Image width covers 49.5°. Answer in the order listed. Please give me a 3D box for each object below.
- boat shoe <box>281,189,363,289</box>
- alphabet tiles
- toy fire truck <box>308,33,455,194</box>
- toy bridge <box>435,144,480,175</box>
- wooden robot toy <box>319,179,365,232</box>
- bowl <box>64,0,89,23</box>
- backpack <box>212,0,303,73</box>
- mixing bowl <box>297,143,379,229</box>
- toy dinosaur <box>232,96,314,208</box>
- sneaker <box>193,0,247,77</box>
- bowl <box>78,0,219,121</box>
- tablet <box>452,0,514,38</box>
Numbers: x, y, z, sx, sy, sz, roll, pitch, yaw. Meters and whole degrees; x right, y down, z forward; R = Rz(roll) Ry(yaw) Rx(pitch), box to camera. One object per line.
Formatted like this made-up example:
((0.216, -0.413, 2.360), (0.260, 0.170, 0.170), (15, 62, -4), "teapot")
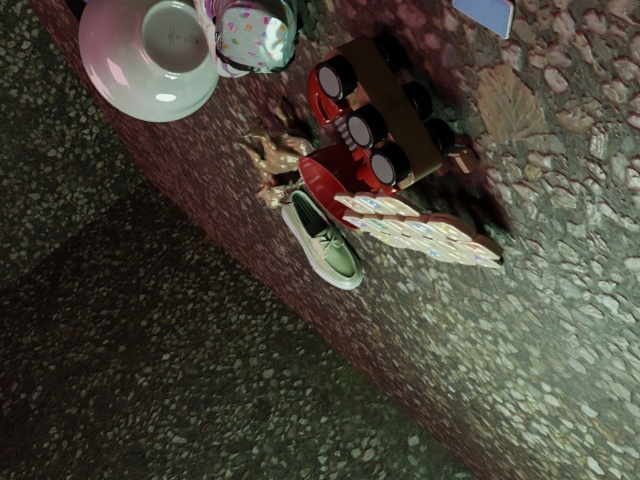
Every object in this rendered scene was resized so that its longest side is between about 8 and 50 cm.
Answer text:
((0.000, 0.000, 1.804), (0.302, 0.109, 0.094), (50, 164, 7), "boat shoe")
((0.167, -0.013, 1.190), (0.278, 0.021, 0.284), (30, 168, -32), "alphabet tiles")
((0.074, -0.172, 1.065), (0.217, 0.159, 0.246), (58, 155, 0), "toy fire truck")
((0.180, -0.132, 1.092), (0.063, 0.026, 0.188), (53, 165, -13), "toy bridge")
((0.058, -0.097, 1.498), (0.076, 0.079, 0.173), (-26, 129, 32), "wooden robot toy")
((-0.593, -0.602, 1.980), (0.391, 0.077, 0.391), (43, 168, 11), "bowl")
((-0.096, -0.345, 1.089), (0.182, 0.152, 0.115), (110, 162, -65), "backpack")
((0.050, -0.121, 1.355), (0.181, 0.098, 0.181), (44, 165, 15), "mixing bowl")
((-0.075, -0.187, 1.527), (0.200, 0.127, 0.296), (44, 155, -13), "toy dinosaur")
((-0.168, -0.419, 1.271), (0.305, 0.114, 0.152), (88, 159, -69), "sneaker")
((-0.305, -0.385, 1.354), (0.297, 0.298, 0.134), (55, 157, -23), "bowl")
((0.182, -0.266, 0.782), (0.083, 0.006, 0.054), (43, 165, 25), "tablet")
